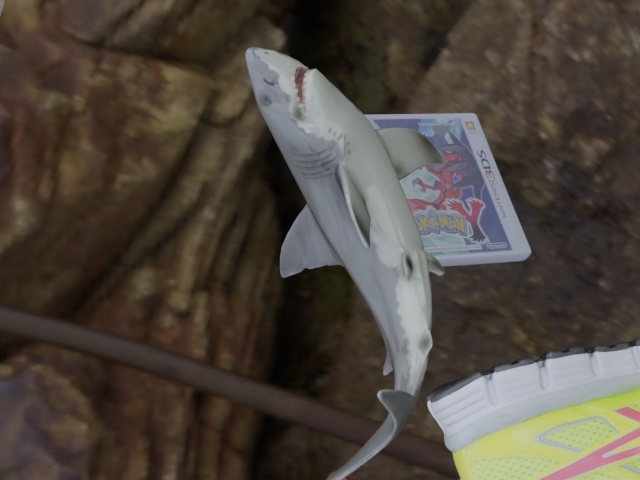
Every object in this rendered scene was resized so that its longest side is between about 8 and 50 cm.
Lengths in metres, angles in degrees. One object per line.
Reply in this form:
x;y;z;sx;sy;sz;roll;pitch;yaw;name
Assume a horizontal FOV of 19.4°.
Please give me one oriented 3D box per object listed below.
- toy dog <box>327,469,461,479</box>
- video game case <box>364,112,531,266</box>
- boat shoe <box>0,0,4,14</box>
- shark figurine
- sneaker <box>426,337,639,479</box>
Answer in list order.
0.044;0.226;1.219;0.161;0.334;0.220;33;87;9;toy dog
0.114;-0.056;2.005;0.023;0.201;0.183;-49;53;48;video game case
-0.288;-0.058;1.023;0.096;0.116;0.324;7;58;30;boat shoe
0.016;0.023;1.210;0.116;0.166;0.278;-25;72;32;shark figurine
0.154;0.089;0.843;0.208;0.081;0.094;-11;81;-11;sneaker
